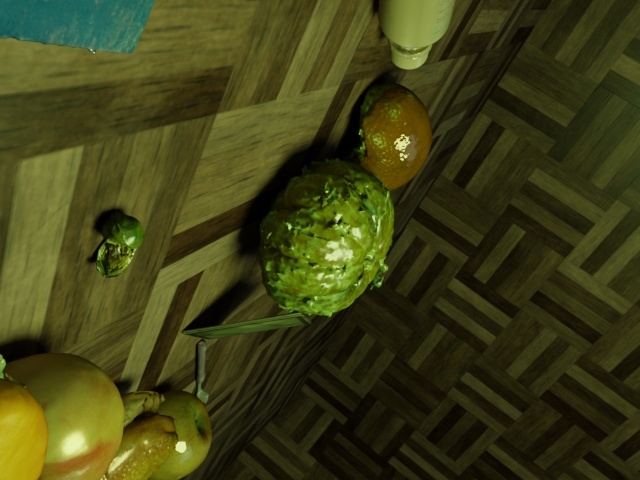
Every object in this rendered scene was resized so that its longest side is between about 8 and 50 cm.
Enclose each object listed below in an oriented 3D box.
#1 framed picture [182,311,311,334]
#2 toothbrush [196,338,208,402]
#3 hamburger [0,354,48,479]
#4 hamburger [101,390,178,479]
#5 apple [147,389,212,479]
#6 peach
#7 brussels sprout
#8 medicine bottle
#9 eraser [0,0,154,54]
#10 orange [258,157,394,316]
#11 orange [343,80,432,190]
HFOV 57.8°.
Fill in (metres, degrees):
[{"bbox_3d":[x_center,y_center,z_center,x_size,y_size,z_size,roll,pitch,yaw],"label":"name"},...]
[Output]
[{"bbox_3d":[-0.140,0.174,1.164,0.232,0.010,0.173,-9,166,3],"label":"framed picture"},{"bbox_3d":[-0.276,0.316,1.361,0.024,0.029,0.354,-60,173,-35],"label":"toothbrush"},{"bbox_3d":[-0.346,0.181,0.443,0.246,0.170,0.246,-62,169,-21],"label":"hamburger"},{"bbox_3d":[-0.358,0.349,0.923,0.283,0.144,0.156,-49,157,-24],"label":"hamburger"},{"bbox_3d":[-0.307,0.390,1.156,0.155,0.182,0.182,-24,169,7],"label":"apple"},{"bbox_3d":[-0.312,0.214,0.657,0.184,0.184,0.184,-49,167,-16],"label":"peach"},{"bbox_3d":[-0.232,0.003,0.667,0.083,0.046,0.051,-51,176,39],"label":"brussels sprout"},{"bbox_3d":[0.144,-0.353,0.869,0.114,0.114,0.252,-50,167,-12],"label":"medicine bottle"},{"bbox_3d":[-0.192,-0.182,0.304,0.144,0.043,0.312,-59,166,23],"label":"eraser"},{"bbox_3d":[0.000,0.000,1.065,0.301,0.223,0.299,-39,143,-48],"label":"orange"},{"bbox_3d":[0.142,-0.199,1.178,0.237,0.159,0.179,111,4,-47],"label":"orange"}]
